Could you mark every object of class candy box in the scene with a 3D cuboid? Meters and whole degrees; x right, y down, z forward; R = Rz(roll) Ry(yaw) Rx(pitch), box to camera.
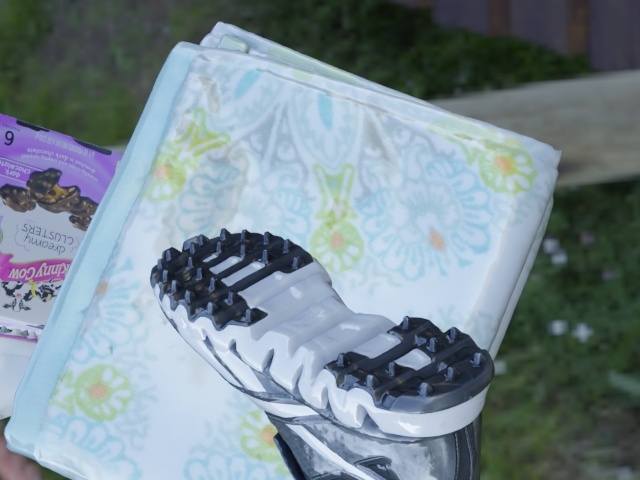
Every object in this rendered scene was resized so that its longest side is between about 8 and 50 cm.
[{"bbox_3d":[-0.286,-0.009,1.925,0.070,0.165,0.196,-4,72,53],"label":"candy box"}]

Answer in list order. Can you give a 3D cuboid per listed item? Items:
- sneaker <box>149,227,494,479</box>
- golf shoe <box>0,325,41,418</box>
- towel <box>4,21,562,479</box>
[{"bbox_3d":[-0.005,0.070,0.923,0.234,0.078,0.106,26,133,47],"label":"sneaker"},{"bbox_3d":[-0.330,0.141,1.553,0.115,0.306,0.140,108,160,-71],"label":"golf shoe"},{"bbox_3d":[-0.024,0.044,1.465,0.090,0.321,0.374,68,-136,-72],"label":"towel"}]
